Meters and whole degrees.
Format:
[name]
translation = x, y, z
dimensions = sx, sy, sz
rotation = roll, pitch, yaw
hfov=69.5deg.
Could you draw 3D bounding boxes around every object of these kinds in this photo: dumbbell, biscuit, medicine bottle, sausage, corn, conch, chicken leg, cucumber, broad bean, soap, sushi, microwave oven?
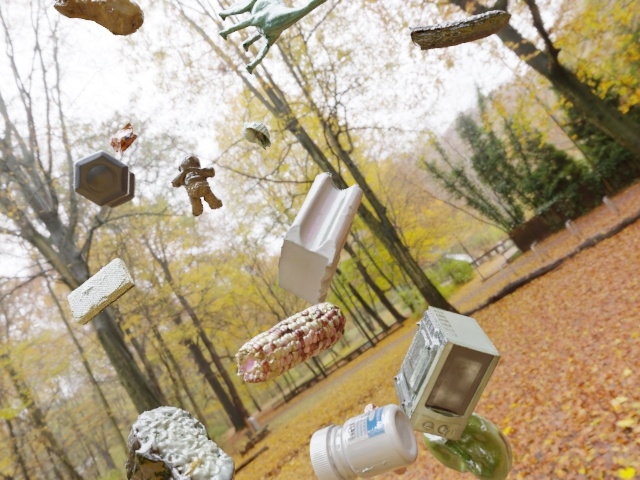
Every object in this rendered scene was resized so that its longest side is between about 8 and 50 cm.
[dumbbell]
translation = -0.655, -0.181, 1.419
dimensions = 0.144, 0.160, 0.325
rotation = -60, 16, -6
[biscuit]
translation = -0.671, 0.153, 1.406
dimensions = 0.199, 0.121, 0.040
rotation = -39, -35, -3
[medicine bottle]
translation = 0.076, 0.362, 0.813
dimensions = 0.168, 0.105, 0.105
rotation = -29, -9, 20
[sausage]
translation = 0.239, 0.741, 1.702
dimensions = 0.078, 0.304, 0.078
rotation = -24, 5, 2
[corn]
translation = -0.044, 0.182, 0.856
dimensions = 0.092, 0.092, 0.280
rotation = -41, -15, 30
[conch]
translation = -0.163, -0.284, 1.216
dimensions = 0.076, 0.085, 0.057
rotation = -20, 47, 58
[chicken leg]
translation = -0.456, -0.477, 0.964
dimensions = 0.198, 0.069, 0.085
rotation = -21, -62, -53
[cucumber]
translation = 0.347, -0.521, 1.148
dimensions = 0.245, 0.067, 0.067
rotation = -3, -3, 17
[broad bean]
translation = 0.326, 0.453, 1.037
dimensions = 0.072, 0.206, 0.153
rotation = 5, -72, -60
[soap]
translation = 0.000, 0.000, 1.339
dimensions = 0.258, 0.158, 0.302
rotation = 99, -165, -47
[sushi]
translation = -0.392, 0.623, 1.277
dimensions = 0.211, 0.350, 0.171
rotation = -13, -51, -62
[microwave oven]
translation = 0.240, 0.261, 0.927
dimensions = 0.163, 0.129, 0.205
rotation = -101, 28, -71

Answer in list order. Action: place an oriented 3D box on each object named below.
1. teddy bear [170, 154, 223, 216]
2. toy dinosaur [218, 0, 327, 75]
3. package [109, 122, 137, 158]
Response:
[teddy bear]
translation = -0.325, -0.146, 1.209
dimensions = 0.119, 0.161, 0.078
rotation = -22, 8, -12
[toy dinosaur]
translation = -0.099, -0.609, 1.175
dimensions = 0.330, 0.384, 0.129
rotation = -33, -41, 17
[package]
translation = -0.628, -0.318, 1.467
dimensions = 0.110, 0.077, 0.033
rotation = -37, 1, 16
